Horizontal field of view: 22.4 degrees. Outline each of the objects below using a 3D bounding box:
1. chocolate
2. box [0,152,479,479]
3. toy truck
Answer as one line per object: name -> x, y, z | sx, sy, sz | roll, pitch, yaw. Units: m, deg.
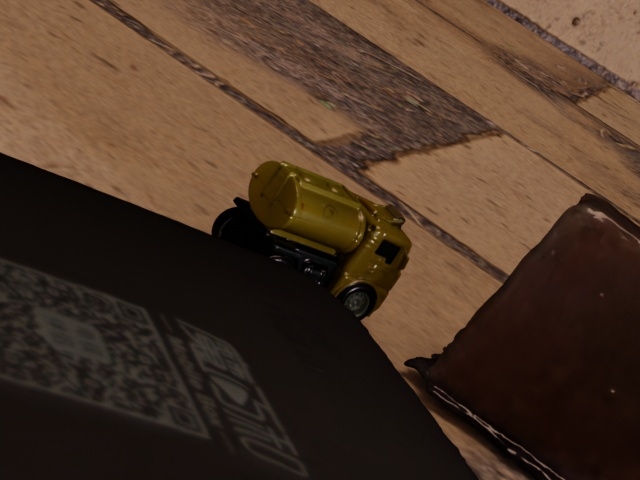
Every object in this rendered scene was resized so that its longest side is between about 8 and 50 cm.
chocolate -> 0.203, 0.099, 0.729 | 0.321, 0.112, 0.112 | 34, 14, 8
box -> -0.075, 0.054, 0.398 | 0.289, 0.073, 0.290 | 22, 19, -32
toy truck -> 0.000, 0.000, 0.743 | 0.083, 0.054, 0.049 | 21, 19, -39
